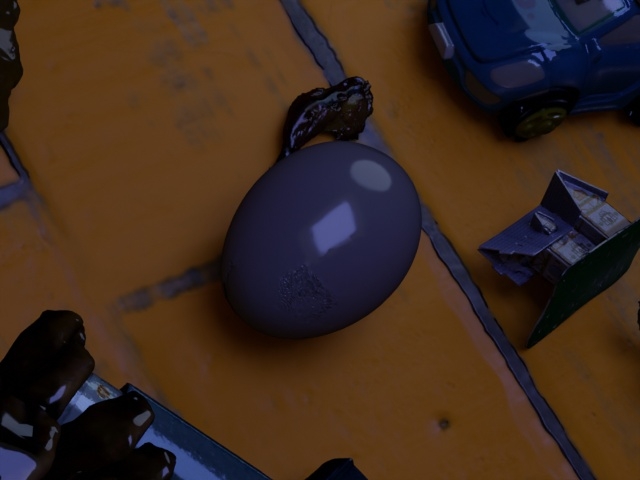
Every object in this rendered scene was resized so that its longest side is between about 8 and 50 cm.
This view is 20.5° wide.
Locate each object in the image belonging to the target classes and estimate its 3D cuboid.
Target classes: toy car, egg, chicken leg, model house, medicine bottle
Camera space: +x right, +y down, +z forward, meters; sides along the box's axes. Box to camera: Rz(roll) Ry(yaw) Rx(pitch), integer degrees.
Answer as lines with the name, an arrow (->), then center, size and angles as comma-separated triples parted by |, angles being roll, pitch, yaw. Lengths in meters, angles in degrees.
toy car -> 0.255, -0.221, 1.714 | 0.314, 0.166, 0.198 | -8, 63, -30
egg -> 0.000, 0.000, 1.462 | 0.199, 0.146, 0.146 | -39, 84, -31
chicken leg -> -0.002, -0.106, 1.597 | 0.145, 0.037, 0.062 | -30, 93, -38
model house -> 0.217, 0.007, 1.607 | 0.088, 0.117, 0.167 | 41, 52, 20
medicine bottle -> -0.087, 0.180, 1.356 | 0.258, 0.079, 0.124 | 32, 57, -7

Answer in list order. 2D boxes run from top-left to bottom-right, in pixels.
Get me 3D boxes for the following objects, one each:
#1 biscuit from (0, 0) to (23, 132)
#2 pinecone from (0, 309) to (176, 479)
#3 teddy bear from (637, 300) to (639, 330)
biscuit -> -0.372, -0.203, 1.367 | 0.329, 0.078, 0.335 | 7, 76, -42
pinecone -> -0.254, 0.206, 1.083 | 0.398, 0.398, 0.397 | 13, 58, -21
teddy bear -> 0.353, 0.105, 1.636 | 0.160, 0.078, 0.119 | 0, 39, -46
